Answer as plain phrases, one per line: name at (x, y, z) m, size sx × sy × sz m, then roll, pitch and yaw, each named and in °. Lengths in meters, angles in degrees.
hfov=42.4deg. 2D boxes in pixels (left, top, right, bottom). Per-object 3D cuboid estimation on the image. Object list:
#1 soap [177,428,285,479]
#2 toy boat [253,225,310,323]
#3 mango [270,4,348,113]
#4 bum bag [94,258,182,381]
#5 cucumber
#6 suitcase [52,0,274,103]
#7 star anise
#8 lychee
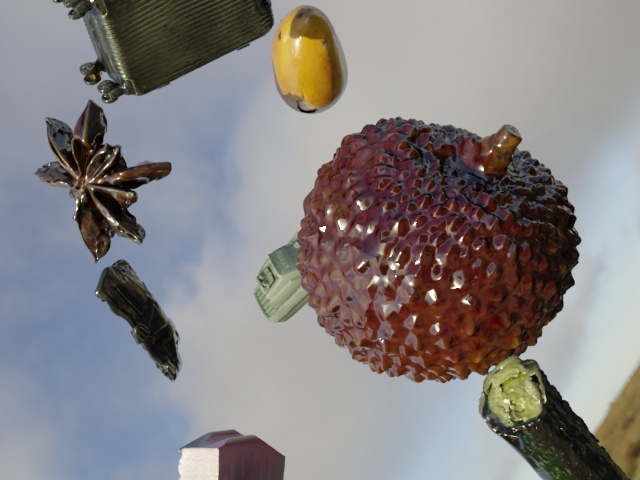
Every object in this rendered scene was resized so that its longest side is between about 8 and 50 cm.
soap at (-0.107, 0.282, 0.999) m, size 0.149 × 0.056 × 0.100 m, roll 14°, pitch -101°, yaw -56°
toy boat at (0.000, 0.000, 1.031) m, size 0.085 × 0.078 × 0.260 m, roll 12°, pitch -53°, yaw -46°
mango at (-0.024, -0.364, 1.680) m, size 0.290 × 0.160 × 0.191 m, roll 83°, pitch -176°, yaw -75°
bum bag at (-0.246, 0.108, 1.134) m, size 0.198 × 0.049 × 0.087 m, roll 60°, pitch -156°, yaw -32°
cucumber at (0.226, 0.201, 0.703) m, size 0.067 × 0.245 × 0.067 m, roll -38°, pitch 19°, yaw 15°
suitcase at (-0.228, -0.355, 1.235) m, size 0.312 × 0.128 × 0.202 m, roll -30°, pitch -42°, yaw -18°
star anise at (-0.384, -0.103, 1.421) m, size 0.212 × 0.283 × 0.129 m, roll -50°, pitch -7°, yaw 31°
lychee at (0.115, 0.008, 0.830) m, size 0.276 × 0.276 × 0.304 m, roll -27°, pitch -29°, yaw -51°
